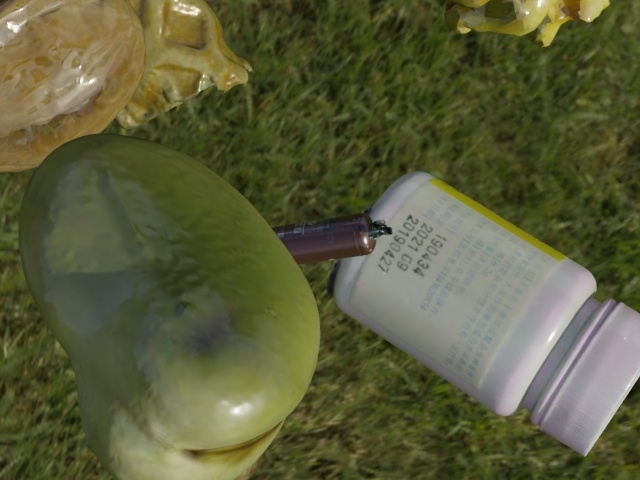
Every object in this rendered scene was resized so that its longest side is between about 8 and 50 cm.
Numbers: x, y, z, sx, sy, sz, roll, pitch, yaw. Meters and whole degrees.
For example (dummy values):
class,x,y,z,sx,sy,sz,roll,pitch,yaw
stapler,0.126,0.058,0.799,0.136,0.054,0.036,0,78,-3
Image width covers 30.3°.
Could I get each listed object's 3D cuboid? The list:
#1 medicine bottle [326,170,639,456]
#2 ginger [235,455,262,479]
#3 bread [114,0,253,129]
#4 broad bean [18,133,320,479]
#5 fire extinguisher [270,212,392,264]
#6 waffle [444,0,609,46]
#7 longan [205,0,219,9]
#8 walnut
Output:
class,x,y,z,sx,sy,sz,roll,pitch,yaw
medicine bottle,0.215,0.088,1.474,0.379,0.213,0.213,34,67,17
ginger,-0.160,0.212,1.428,0.244,0.155,0.304,8,68,-52
bread,-0.239,-0.278,1.527,0.252,0.238,0.196,59,32,-18
broad bean,-0.091,0.028,0.748,0.189,0.121,0.263,0,54,-34
fire extinguisher,0.000,0.000,1.164,0.158,0.064,0.043,-8,94,16
waffle,0.062,-0.190,0.439,0.057,0.229,0.219,-1,57,30
longan,-0.218,-0.388,1.707,0.189,0.189,0.189,4,73,-15
walnut,-0.309,-0.192,1.239,0.261,0.225,0.225,-41,88,-11
